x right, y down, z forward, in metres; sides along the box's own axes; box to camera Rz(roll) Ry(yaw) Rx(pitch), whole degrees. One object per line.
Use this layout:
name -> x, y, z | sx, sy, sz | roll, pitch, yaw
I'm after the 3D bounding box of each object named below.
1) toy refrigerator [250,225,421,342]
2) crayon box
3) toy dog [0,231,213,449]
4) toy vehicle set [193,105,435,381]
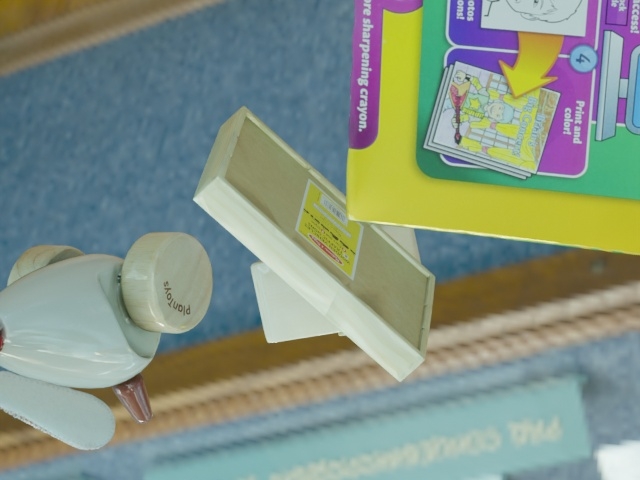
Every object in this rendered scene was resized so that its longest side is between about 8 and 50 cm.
toy refrigerator -> 0.024, 0.040, 2.120 | 0.102, 0.269, 0.094 | -10, 95, 19
crayon box -> 0.186, -0.180, 1.356 | 0.313, 0.106, 0.363 | 7, 109, 11
toy dog -> -0.222, 0.110, 1.538 | 0.220, 0.333, 0.161 | 5, 113, 54
toy vehicle set -> 0.000, 0.000, 1.892 | 0.267, 0.166, 0.035 | 42, 115, -13
